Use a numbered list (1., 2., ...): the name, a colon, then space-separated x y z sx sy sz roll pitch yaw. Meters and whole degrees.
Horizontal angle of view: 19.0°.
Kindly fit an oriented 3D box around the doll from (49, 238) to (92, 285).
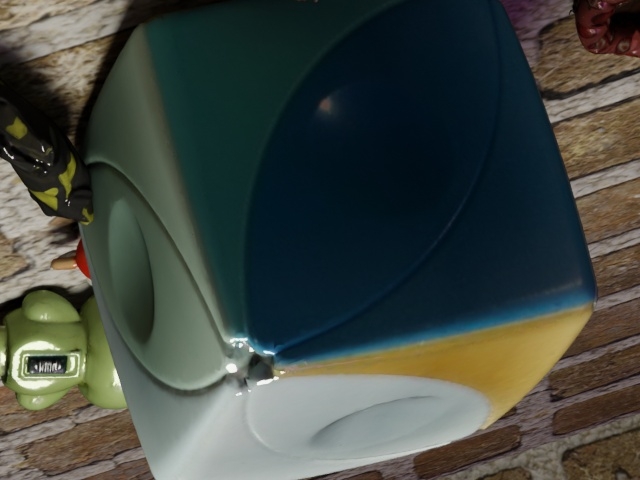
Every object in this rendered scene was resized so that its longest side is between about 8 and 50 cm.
1. doll: -0.186 0.005 1.924 0.183 0.085 0.217 -17 177 4

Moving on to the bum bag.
1. bum bag: -0.245 -0.076 1.634 0.060 0.107 0.232 -41 159 -4

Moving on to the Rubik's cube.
1. Rubik's cube: 0.000 0.000 1.672 0.352 0.352 0.347 -12 159 -23

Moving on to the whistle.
1. whistle: -0.291 0.113 2.091 0.294 0.141 0.141 6 155 -8

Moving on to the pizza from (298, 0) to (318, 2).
1. pizza: -0.019 -0.256 1.424 0.134 0.056 0.271 -19 158 9

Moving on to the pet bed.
1. pet bed: 0.328 -0.231 1.777 0.201 0.053 0.201 -10 158 -4
